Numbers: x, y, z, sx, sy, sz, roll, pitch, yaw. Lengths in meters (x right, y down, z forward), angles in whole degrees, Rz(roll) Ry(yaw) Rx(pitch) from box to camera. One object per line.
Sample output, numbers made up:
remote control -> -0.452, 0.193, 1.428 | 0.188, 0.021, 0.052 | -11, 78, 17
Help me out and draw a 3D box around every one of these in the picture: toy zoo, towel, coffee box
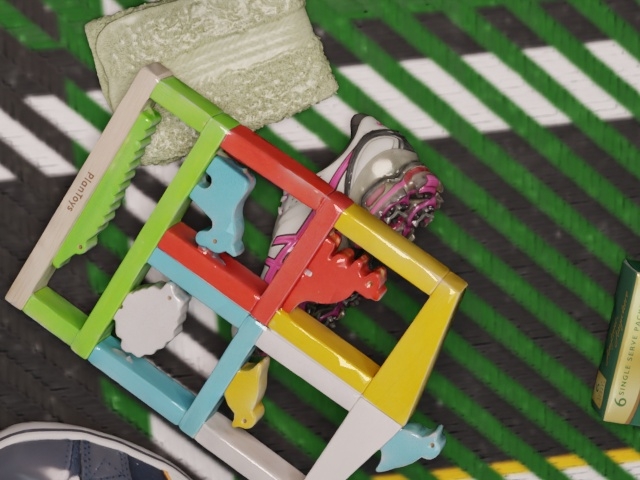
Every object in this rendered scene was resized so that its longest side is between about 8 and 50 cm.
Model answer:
toy zoo -> -0.040, 0.046, 1.219 | 0.293, 0.030, 0.192 | 35, 110, 6
towel -> -0.071, -0.115, 1.237 | 0.148, 0.027, 0.110 | -20, 106, 1
coffee box -> 0.288, 0.083, 1.310 | 0.184, 0.040, 0.113 | 11, 103, -7

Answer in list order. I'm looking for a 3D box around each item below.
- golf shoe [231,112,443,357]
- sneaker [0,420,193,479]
golf shoe -> 0.000, 0.000, 1.262 | 0.186, 0.067, 0.086 | -48, 61, 19
sneaker -> -0.099, 0.238, 1.277 | 0.321, 0.127, 0.126 | 32, 101, -10
